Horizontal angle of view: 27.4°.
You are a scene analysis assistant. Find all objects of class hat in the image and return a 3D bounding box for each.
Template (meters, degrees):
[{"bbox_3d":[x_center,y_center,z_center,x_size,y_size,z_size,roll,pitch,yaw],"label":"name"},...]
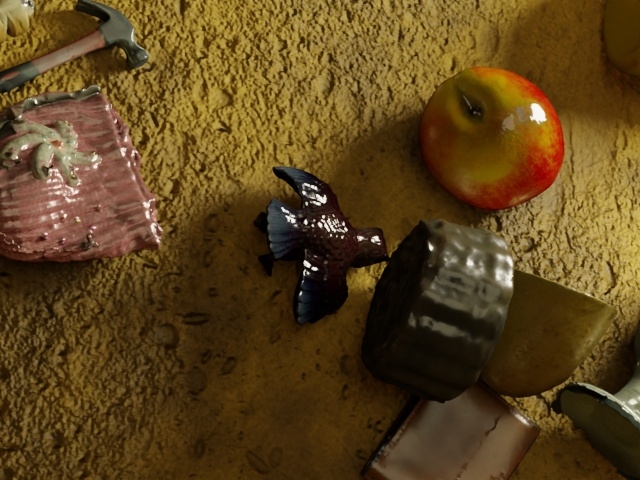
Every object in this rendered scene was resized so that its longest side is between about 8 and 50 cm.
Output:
[{"bbox_3d":[-0.346,-0.068,1.586,0.286,0.107,0.236,-15,68,-24],"label":"hat"}]

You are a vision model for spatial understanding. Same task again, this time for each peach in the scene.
[{"bbox_3d":[0.229,-0.134,1.765,0.190,0.192,0.190,-11,55,16],"label":"peach"}]

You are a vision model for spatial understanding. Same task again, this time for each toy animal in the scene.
[{"bbox_3d":[0.008,0.001,1.660,0.180,0.116,0.218,-1,68,-15],"label":"toy animal"}]

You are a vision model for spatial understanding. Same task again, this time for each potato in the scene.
[{"bbox_3d":[0.260,0.123,1.669,0.178,0.203,0.158,25,90,-36],"label":"potato"}]

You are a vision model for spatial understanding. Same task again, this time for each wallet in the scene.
[{"bbox_3d":[0.166,0.267,1.668,0.161,0.042,0.195,37,69,1],"label":"wallet"}]

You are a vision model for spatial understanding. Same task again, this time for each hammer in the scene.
[{"bbox_3d":[-0.367,-0.216,1.665,0.288,0.033,0.111,-30,84,-21],"label":"hammer"}]

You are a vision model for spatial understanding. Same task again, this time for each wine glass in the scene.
[{"bbox_3d":[0.480,0.143,1.718,0.357,0.190,0.190,-40,87,-18],"label":"wine glass"}]

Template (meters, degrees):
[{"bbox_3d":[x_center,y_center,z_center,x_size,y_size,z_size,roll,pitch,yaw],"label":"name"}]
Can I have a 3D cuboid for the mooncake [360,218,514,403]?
[{"bbox_3d":[0.136,0.079,1.614,0.124,0.228,0.228,19,70,-12],"label":"mooncake"}]

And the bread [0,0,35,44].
[{"bbox_3d":[-0.446,-0.282,1.634,0.177,0.084,0.119,-34,81,-22],"label":"bread"}]

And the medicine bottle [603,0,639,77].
[{"bbox_3d":[0.620,-0.311,1.868,0.384,0.224,0.224,10,71,-12],"label":"medicine bottle"}]
